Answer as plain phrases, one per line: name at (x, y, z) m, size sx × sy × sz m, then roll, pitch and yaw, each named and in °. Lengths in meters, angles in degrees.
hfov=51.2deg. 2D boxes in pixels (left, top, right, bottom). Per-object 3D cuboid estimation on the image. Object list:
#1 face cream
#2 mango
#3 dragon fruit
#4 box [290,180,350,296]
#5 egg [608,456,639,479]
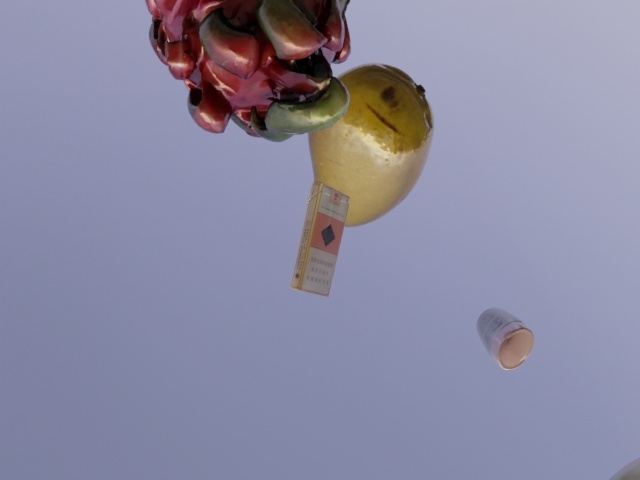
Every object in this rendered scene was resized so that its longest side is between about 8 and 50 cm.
face cream at (0.332, 0.172, 1.210) m, size 0.057 × 0.084 × 0.198 m, roll 32°, pitch -173°, yaw -2°
mango at (0.102, -0.210, 1.612) m, size 0.301 × 0.445 × 0.221 m, roll 21°, pitch -144°, yaw -3°
dragon fruit at (-0.067, -0.193, 0.597) m, size 0.198 × 0.219 × 0.273 m, roll 8°, pitch -154°, yaw -2°
box at (0.000, 0.000, 0.520) m, size 0.046 × 0.012 × 0.083 m, roll 20°, pitch -100°, yaw -56°
egg at (0.477, 0.378, 0.845) m, size 0.264 × 0.287 × 0.174 m, roll 21°, pitch -141°, yaw 27°
